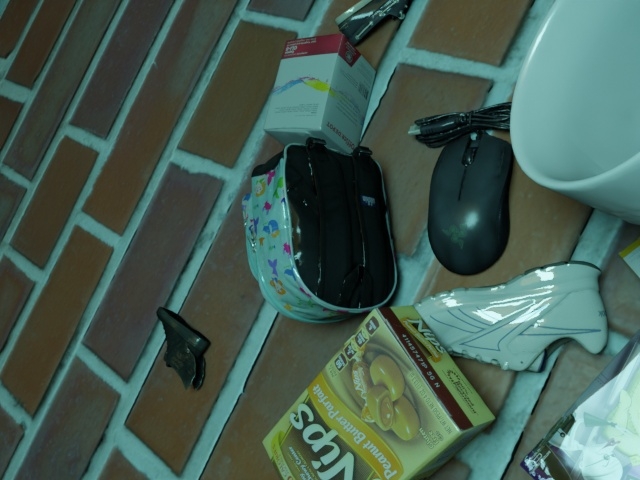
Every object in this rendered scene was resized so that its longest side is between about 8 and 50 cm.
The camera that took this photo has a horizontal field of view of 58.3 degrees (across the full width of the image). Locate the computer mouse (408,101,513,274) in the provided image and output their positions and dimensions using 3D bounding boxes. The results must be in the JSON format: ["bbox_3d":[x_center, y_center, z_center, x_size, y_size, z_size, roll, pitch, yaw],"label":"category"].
[{"bbox_3d":[0.214,-0.086,0.863,0.188,0.072,0.272,-3,73,30],"label":"computer mouse"}]

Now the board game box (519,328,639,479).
[{"bbox_3d":[0.423,0.208,0.655,0.208,0.056,0.347,42,97,30],"label":"board game box"}]

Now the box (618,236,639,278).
[{"bbox_3d":[0.423,0.033,0.676,0.081,0.028,0.136,-45,25,23],"label":"box"}]

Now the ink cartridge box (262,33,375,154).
[{"bbox_3d":[0.000,-0.247,1.013,0.127,0.128,0.176,6,77,33],"label":"ink cartridge box"}]

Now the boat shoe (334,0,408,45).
[{"bbox_3d":[0.128,-0.431,1.051,0.206,0.075,0.065,-26,105,16],"label":"boat shoe"}]

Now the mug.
[{"bbox_3d":[0.395,-0.130,0.610,0.374,0.328,0.276,-174,101,-74],"label":"mug"}]

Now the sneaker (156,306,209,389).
[{"bbox_3d":[-0.271,0.199,1.078,0.170,0.051,0.089,29,86,32],"label":"sneaker"}]

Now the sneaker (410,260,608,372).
[{"bbox_3d":[0.230,0.120,0.768,0.297,0.111,0.129,-19,71,26],"label":"sneaker"}]

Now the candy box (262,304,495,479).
[{"bbox_3d":[0.060,0.259,0.777,0.316,0.087,0.183,-54,53,29],"label":"candy box"}]

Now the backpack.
[{"bbox_3d":[0.000,0.000,0.879,0.191,0.225,0.254,-32,63,45],"label":"backpack"}]
